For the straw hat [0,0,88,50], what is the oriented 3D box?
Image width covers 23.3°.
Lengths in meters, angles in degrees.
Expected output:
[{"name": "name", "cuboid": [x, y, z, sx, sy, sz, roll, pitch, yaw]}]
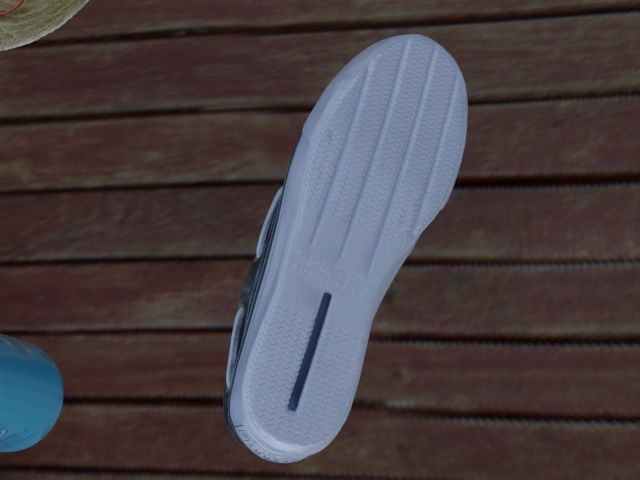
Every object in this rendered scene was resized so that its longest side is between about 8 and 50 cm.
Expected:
[{"name": "straw hat", "cuboid": [-0.094, -0.141, 0.626, 0.144, 0.061, 0.144, -7, 79, 38]}]

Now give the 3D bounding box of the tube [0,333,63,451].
[{"name": "tube", "cuboid": [-0.160, 0.051, 0.620, 0.080, 0.207, 0.052, 6, 79, 10]}]

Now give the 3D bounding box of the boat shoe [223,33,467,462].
[{"name": "boat shoe", "cuboid": [0.000, 0.000, 1.145, 0.121, 0.119, 0.335, 30, 73, -19]}]
